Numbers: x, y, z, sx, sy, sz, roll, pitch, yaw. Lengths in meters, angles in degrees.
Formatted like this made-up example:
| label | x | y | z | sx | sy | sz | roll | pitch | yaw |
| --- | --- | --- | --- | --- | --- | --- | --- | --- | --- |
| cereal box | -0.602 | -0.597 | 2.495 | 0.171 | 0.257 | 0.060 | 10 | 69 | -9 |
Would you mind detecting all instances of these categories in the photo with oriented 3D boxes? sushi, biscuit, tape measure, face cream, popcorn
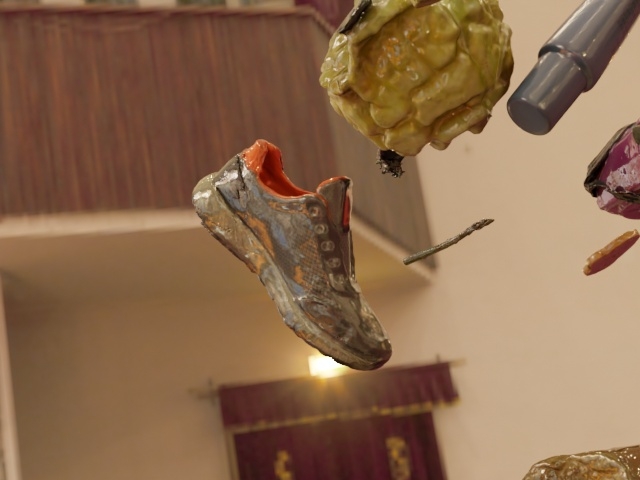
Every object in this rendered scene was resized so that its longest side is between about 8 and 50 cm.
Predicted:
| label | x | y | z | sx | sy | sz | roll | pitch | yaw |
| --- | --- | --- | --- | --- | --- | --- | --- | --- | --- |
| sushi | 0.125 | -0.159 | 2.344 | 0.056 | 0.085 | 0.083 | 11 | 23 | -6 |
| biscuit | 0.555 | 0.024 | 2.625 | 0.118 | 0.023 | 0.140 | -15 | -24 | -43 |
| tape measure | 0.546 | -0.112 | 2.132 | 0.245 | 0.149 | 0.231 | -7 | -17 | -16 |
| face cream | 0.379 | -0.294 | 1.812 | 0.385 | 0.086 | 0.135 | -50 | -8 | -21 |
| popcorn | 0.139 | -0.251 | 1.810 | 0.237 | 0.293 | 0.293 | 35 | -23 | -7 |

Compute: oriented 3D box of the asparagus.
| label | x | y | z | sx | sy | sz | roll | pitch | yaw |
| --- | --- | --- | --- | --- | --- | --- | --- | --- | --- |
| asparagus | 0.188 | 0.002 | 2.006 | 0.163 | 0.016 | 0.016 | -29 | -57 | 33 |

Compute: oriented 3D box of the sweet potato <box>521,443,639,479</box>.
| label | x | y | z | sx | sy | sz | roll | pitch | yaw |
| --- | --- | --- | --- | --- | --- | --- | --- | --- | --- |
| sweet potato | 0.377 | 0.275 | 1.363 | 0.369 | 0.158 | 0.158 | 0 | -15 | -16 |

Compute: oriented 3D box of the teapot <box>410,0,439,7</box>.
| label | x | y | z | sx | sy | sz | roll | pitch | yaw |
| --- | --- | --- | --- | --- | --- | --- | --- | --- | --- |
| teapot | 0.136 | -0.306 | 1.402 | 0.119 | 0.130 | 0.166 | -20 | -24 | -19 |

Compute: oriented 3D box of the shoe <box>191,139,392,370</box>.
| label | x | y | z | sx | sy | sz | roll | pitch | yaw |
| --- | --- | --- | --- | --- | --- | --- | --- | --- | --- |
| shoe | 0.000 | 0.000 | 1.703 | 0.171 | 0.336 | 0.132 | -48 | -13 | 22 |
